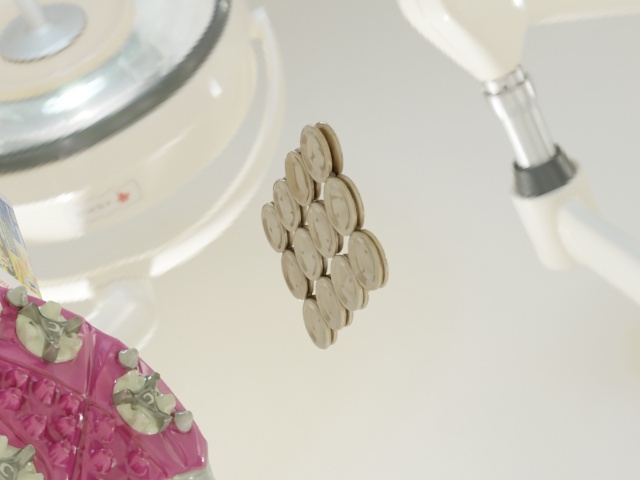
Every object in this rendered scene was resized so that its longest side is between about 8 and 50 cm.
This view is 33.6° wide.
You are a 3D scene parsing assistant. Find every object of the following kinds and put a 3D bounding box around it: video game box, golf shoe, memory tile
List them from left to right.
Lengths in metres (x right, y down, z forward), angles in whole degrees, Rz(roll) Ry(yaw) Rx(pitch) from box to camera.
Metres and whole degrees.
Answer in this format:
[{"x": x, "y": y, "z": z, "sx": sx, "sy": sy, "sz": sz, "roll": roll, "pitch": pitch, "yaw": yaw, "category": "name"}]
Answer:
[{"x": -0.408, "y": -0.028, "z": 1.203, "sx": 0.048, "sy": 0.187, "sz": 0.205, "roll": -39, "pitch": -134, "yaw": 5, "category": "video game box"}, {"x": -0.081, "y": 0.135, "z": 0.421, "sx": 0.140, "sy": 0.306, "sz": 0.115, "roll": -39, "pitch": -159, "yaw": 30, "category": "golf shoe"}, {"x": 0.000, "y": 0.000, "z": 0.680, "sx": 0.012, "sy": 0.113, "sz": 0.148, "roll": -18, "pitch": 163, "yaw": -23, "category": "memory tile"}]
